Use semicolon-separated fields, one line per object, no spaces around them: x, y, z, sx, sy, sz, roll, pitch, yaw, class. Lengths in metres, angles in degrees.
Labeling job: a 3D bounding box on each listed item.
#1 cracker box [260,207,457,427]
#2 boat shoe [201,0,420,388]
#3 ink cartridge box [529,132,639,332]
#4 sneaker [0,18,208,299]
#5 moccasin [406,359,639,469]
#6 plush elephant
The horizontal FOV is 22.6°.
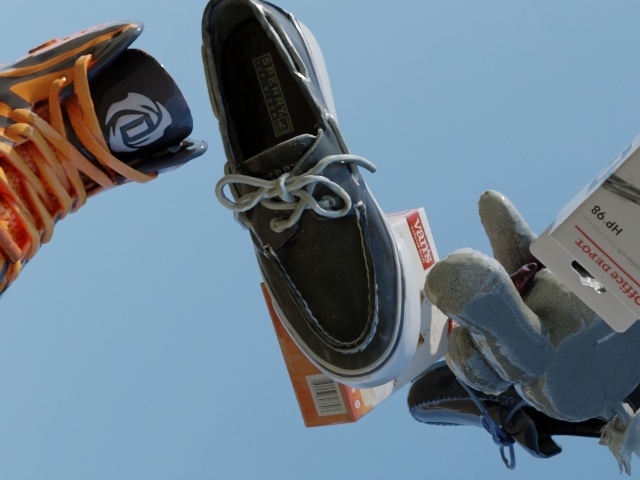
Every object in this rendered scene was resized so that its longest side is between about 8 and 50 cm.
0.048;0.074;1.635;0.067;0.232;0.155;-11;-79;35;cracker box
-0.015;-0.042;1.162;0.113;0.105;0.306;-18;-105;16;boat shoe
0.242;-0.012;1.164;0.180;0.104;0.060;-47;-179;23;ink cartridge box
-0.158;-0.039;0.837;0.180;0.124;0.321;-20;-152;8;sneaker
0.246;0.190;1.823;0.342;0.138;0.116;-10;-116;34;moccasin
0.238;0.058;1.678;0.272;0.330;0.255;-28;-148;-6;plush elephant
